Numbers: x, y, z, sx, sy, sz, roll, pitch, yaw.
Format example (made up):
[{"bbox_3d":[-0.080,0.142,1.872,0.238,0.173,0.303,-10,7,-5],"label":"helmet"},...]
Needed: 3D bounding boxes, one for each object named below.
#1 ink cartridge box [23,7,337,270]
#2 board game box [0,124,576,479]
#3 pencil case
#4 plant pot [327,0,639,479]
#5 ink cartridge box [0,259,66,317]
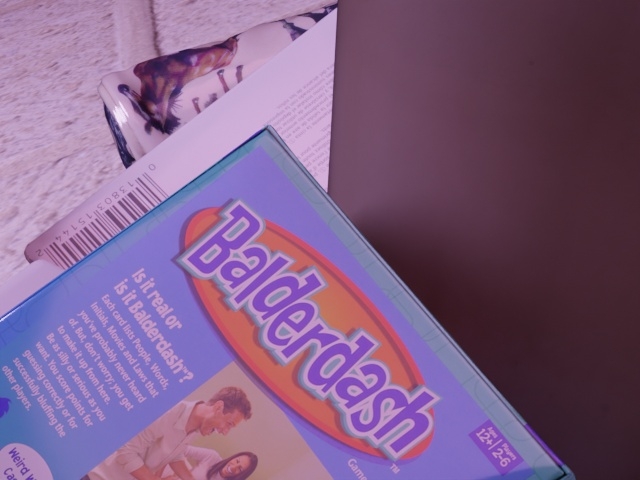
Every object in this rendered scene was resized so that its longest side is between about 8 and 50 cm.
[{"bbox_3d":[0.000,0.000,0.986,0.296,0.066,0.261,-39,51,-10],"label":"ink cartridge box"},{"bbox_3d":[-0.052,0.083,0.474,0.210,0.047,0.160,-36,57,-6],"label":"board game box"},{"bbox_3d":[0.036,-0.116,1.194,0.410,0.159,0.183,-23,10,-10],"label":"pencil case"},{"bbox_3d":[0.127,-0.047,0.576,0.323,0.280,0.323,18,11,-3],"label":"plant pot"},{"bbox_3d":[-0.060,0.144,0.581,0.278,0.117,0.201,22,41,26],"label":"ink cartridge box"}]
